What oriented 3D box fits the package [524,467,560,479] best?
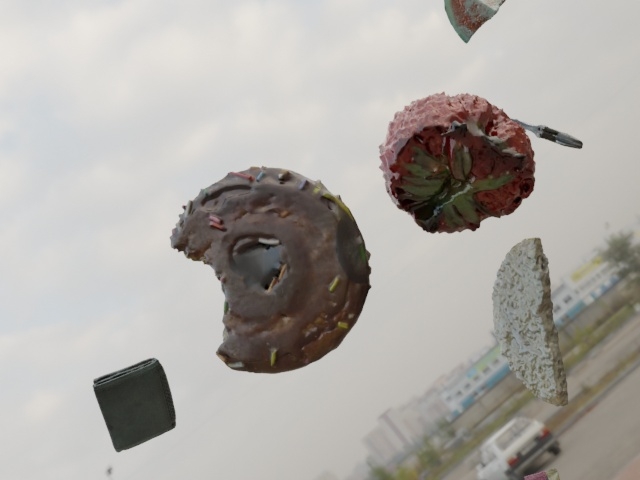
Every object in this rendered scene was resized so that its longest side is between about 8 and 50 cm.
[{"bbox_3d":[0.371,0.403,1.466,0.059,0.083,0.029,-27,13,28],"label":"package"}]

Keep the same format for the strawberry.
[{"bbox_3d":[0.223,-0.145,1.537,0.261,0.261,0.257,-53,21,42],"label":"strawberry"}]

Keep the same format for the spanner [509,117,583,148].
[{"bbox_3d":[0.361,-0.235,1.782,0.093,0.326,0.026,3,-72,-55],"label":"spanner"}]

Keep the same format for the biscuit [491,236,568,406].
[{"bbox_3d":[0.305,0.123,1.378,0.032,0.249,0.133,-9,-1,-29],"label":"biscuit"}]

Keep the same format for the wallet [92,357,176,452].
[{"bbox_3d":[-0.229,0.202,1.139,0.088,0.026,0.129,-20,-48,-17],"label":"wallet"}]

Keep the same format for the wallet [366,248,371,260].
[{"bbox_3d":[0.000,0.000,1.529,0.118,0.038,0.153,-6,-32,41],"label":"wallet"}]

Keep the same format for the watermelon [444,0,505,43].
[{"bbox_3d":[0.174,-0.266,1.011,0.085,0.061,0.085,-14,-59,-24],"label":"watermelon"}]

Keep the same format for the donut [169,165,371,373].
[{"bbox_3d":[-0.048,0.027,1.030,0.216,0.230,0.096,-34,-6,11],"label":"donut"}]
